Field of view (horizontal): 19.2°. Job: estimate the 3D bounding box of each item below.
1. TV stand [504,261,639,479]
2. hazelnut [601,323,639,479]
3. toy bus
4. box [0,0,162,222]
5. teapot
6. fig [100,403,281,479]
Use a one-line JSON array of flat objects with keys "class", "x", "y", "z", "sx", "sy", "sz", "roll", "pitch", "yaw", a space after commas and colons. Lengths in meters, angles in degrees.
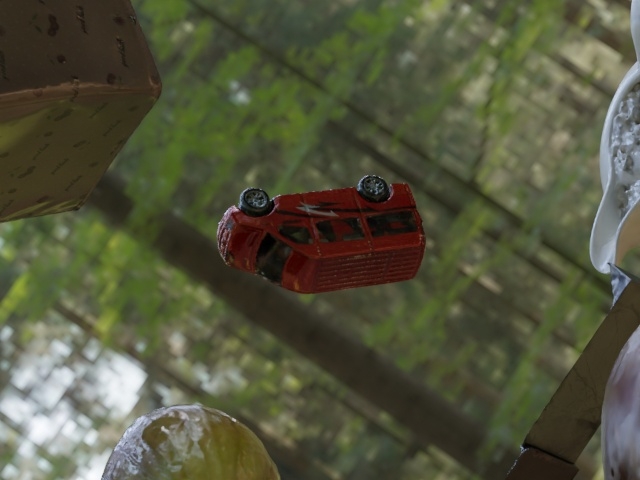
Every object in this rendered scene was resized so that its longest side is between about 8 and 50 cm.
[{"class": "TV stand", "x": 0.133, "y": 0.133, "z": 1.193, "sx": 0.256, "sy": 0.049, "sz": 0.040, "roll": -58, "pitch": 33, "yaw": 10}, {"class": "hazelnut", "x": 0.212, "y": 0.109, "z": 0.910, "sx": 0.178, "sy": 0.178, "sz": 0.204, "roll": -56, "pitch": 9, "yaw": 1}, {"class": "toy bus", "x": 0.000, "y": 0.000, "z": 1.833, "sx": 0.195, "sy": 0.089, "sz": 0.081, "roll": -6, "pitch": -37, "yaw": -19}, {"class": "box", "x": -0.330, "y": -0.132, "z": 1.619, "sx": 0.297, "sy": 0.190, "sz": 0.225, "roll": -13, "pitch": -19, "yaw": -34}, {"class": "teapot", "x": 0.346, "y": -0.117, "z": 1.854, "sx": 0.208, "sy": 0.166, "sz": 0.300, "roll": 178, "pitch": 91, "yaw": -75}, {"class": "fig", "x": -0.080, "y": 0.210, "z": 1.538, "sx": 0.230, "sy": 0.160, "sz": 0.143, "roll": -12, "pitch": 19, "yaw": 49}]
